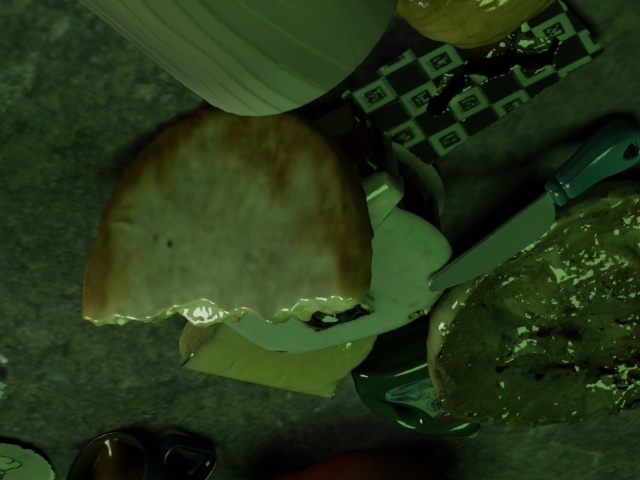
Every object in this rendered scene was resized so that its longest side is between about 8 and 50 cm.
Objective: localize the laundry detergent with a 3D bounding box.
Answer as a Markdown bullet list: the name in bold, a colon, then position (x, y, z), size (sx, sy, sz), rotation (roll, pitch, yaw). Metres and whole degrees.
- **laundry detergent**: position (0.120, 0.165, 2.168), size (0.137, 0.063, 0.211), rotation (-20, 144, 13)

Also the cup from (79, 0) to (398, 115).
- **cup**: position (-0.072, -0.265, 1.437), size (0.208, 0.288, 0.273), rotation (17, 163, 40)

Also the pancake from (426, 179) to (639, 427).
- **pancake**: position (0.287, 0.069, 2.012), size (0.387, 0.082, 0.387), rotation (-10, 144, -8)

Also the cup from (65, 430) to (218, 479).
- **cup**: position (-0.193, 0.293, 2.280), size (0.150, 0.113, 0.138), rotation (-19, 144, 25)

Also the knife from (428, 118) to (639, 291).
- **knife**: position (0.202, -0.024, 1.838), size (0.244, 0.032, 0.058), rotation (-41, 144, 4)

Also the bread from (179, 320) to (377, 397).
- **bread**: position (-0.044, 0.103, 2.062), size (0.178, 0.060, 0.139), rotation (13, 142, -23)

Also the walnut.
- **walnut**: position (0.128, -0.226, 1.528), size (0.180, 0.144, 0.144), rotation (-33, 137, 23)

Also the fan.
- **fan**: position (-0.389, 0.233, 2.263), size (0.191, 0.009, 0.329), rotation (7, 147, -12)

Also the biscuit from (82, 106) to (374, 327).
- **biscuit**: position (-0.079, -0.022, 1.750), size (0.309, 0.204, 0.040), rotation (-5, 164, 35)

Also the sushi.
- **sushi**: position (0.128, -0.155, 1.716), size (0.201, 0.031, 0.139), rotation (-32, 138, 18)

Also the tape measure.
- **tape measure**: position (0.000, 0.000, 1.859), size (0.258, 0.130, 0.265), rotation (-24, 141, 24)

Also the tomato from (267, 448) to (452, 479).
- **tomato**: position (0.040, 0.407, 2.291), size (0.321, 0.321, 0.321), rotation (-2, 146, -2)
